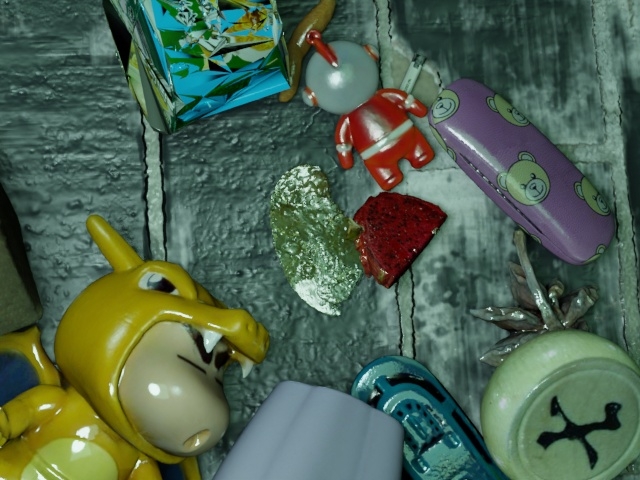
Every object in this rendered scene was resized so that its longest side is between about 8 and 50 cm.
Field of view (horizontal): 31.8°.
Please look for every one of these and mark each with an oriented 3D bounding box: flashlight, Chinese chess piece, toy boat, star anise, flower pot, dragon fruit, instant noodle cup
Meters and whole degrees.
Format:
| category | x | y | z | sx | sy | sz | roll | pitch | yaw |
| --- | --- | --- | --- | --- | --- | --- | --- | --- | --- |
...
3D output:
| category | x | y | z | sx | sy | sz | roll | pitch | yaw |
| --- | --- | --- | --- | --- | --- | --- | --- | --- | --- |
| flashlight | 0.126 | -0.225 | 1.596 | 0.018 | 0.018 | 0.083 | 25 | 80 | -3 |
| Chinese chess piece | 0.329 | 0.229 | 1.491 | 0.238 | 0.092 | 0.237 | -6 | 112 | -14 |
| toy boat | 0.159 | 0.284 | 1.505 | 0.134 | 0.092 | 0.299 | -39 | 90 | -8 |
| star anise | 0.305 | 0.109 | 1.547 | 0.209 | 0.089 | 0.231 | -42 | 102 | -19 |
| flower pot | -0.020 | 0.316 | 1.402 | 0.265 | 0.265 | 0.243 | 21 | 68 | -5 |
| dragon fruit | 0.088 | -0.002 | 1.537 | 0.106 | 0.083 | 0.162 | 37 | 53 | 7 |
| instant noodle cup | -0.159 | -0.269 | 1.466 | 0.178 | 0.240 | 0.240 | -22 | 87 | -18 |

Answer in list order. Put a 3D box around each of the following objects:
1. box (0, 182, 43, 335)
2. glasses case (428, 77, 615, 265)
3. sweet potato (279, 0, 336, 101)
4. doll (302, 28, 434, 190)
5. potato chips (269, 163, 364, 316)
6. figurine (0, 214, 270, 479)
| category | x | y | z | sx | sy | sz | roll | pitch | yaw |
| --- | --- | --- | --- | --- | --- | --- | --- | --- | --- |
| box | -0.452 | 0.004 | 1.343 | 0.184 | 0.273 | 0.143 | -21 | 125 | -9 |
| glasses case | 0.281 | -0.096 | 1.563 | 0.316 | 0.076 | 0.123 | 44 | 54 | -1 |
| sweet potato | -0.023 | -0.276 | 1.572 | 0.044 | 0.044 | 0.179 | 27 | 76 | -4 |
| doll | 0.054 | -0.188 | 1.553 | 0.142 | 0.076 | 0.245 | -37 | 94 | -2 |
| potato chips | 0.000 | 0.000 | 1.549 | 0.142 | 0.026 | 0.209 | 4 | 83 | -10 |
| figurine | -0.281 | 0.191 | 1.363 | 0.401 | 0.268 | 0.387 | 33 | 82 | 1 |
